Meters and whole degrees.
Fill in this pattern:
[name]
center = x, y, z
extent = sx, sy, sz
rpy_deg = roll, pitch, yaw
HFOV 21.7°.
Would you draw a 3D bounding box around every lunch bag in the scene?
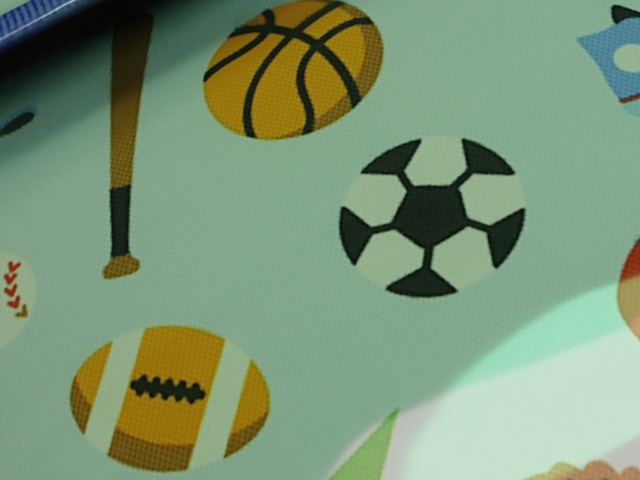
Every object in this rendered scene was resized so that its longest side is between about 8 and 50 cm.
[lunch bag]
center = 0.000, 0.000, 0.532
extent = 0.328, 0.239, 0.385
rpy_deg = -29, 57, -3
